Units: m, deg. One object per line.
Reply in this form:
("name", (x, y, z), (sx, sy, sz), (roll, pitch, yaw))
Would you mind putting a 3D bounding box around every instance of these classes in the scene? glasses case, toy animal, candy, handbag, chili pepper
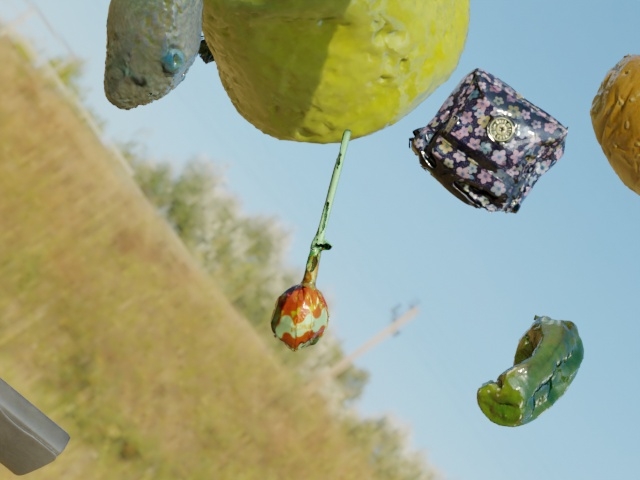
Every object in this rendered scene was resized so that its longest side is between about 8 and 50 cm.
("glasses case", (-0.305, 0.128, 1.208), (0.072, 0.042, 0.190), (-25, -60, 39))
("toy animal", (-0.104, -0.212, 1.083), (0.079, 0.253, 0.070), (27, 24, -6))
("candy", (0.000, 0.000, 1.144), (0.049, 0.185, 0.055), (14, 3, -17))
("handbag", (0.280, -0.161, 2.392), (0.228, 0.208, 0.127), (37, -3, 2))
("chili pepper", (0.225, 0.116, 1.423), (0.073, 0.204, 0.072), (30, -54, 14))

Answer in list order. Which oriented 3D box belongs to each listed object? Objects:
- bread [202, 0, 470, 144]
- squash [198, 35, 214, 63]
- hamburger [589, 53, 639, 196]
("bread", (-0.008, -0.318, 1.751), (0.348, 0.348, 0.308), (47, -1, 33))
("squash", (-0.088, -0.291, 1.969), (0.052, 0.183, 0.052), (50, -29, 40))
("hamburger", (0.401, -0.137, 1.691), (0.207, 0.155, 0.135), (45, -12, 27))
